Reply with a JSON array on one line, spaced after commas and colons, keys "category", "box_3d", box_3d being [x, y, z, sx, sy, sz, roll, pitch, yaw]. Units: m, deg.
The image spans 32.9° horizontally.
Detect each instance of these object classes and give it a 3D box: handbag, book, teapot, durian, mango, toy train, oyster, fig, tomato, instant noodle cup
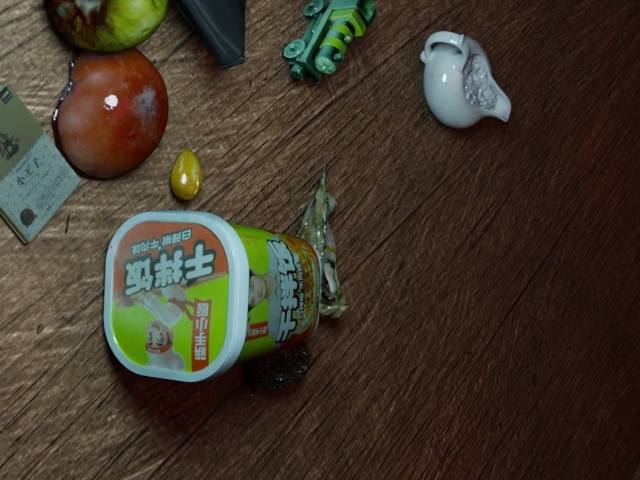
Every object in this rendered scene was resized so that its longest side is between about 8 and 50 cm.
[{"category": "handbag", "box_3d": [-0.203, -0.425, 1.771, 0.247, 0.080, 0.223, 54, 25, -39]}, {"category": "book", "box_3d": [-0.445, -0.111, 1.589, 0.138, 0.016, 0.199, -57, 133, -33]}, {"category": "teapot", "box_3d": [0.314, -0.365, 2.433, 0.208, 0.166, 0.300, -61, 146, -12]}, {"category": "durian", "box_3d": [-0.072, 0.224, 2.028, 0.188, 0.091, 0.148, -51, 129, -34]}, {"category": "mango", "box_3d": [-0.227, -0.112, 1.842, 0.060, 0.046, 0.089, 9, 81, -51]}, {"category": "toy train", "box_3d": [0.014, -0.387, 2.061, 0.083, 0.132, 0.200, 48, 54, -41]}, {"category": "oyster", "box_3d": [-0.002, 0.001, 2.121, 0.166, 0.094, 0.294, 31, 57, -68]}, {"category": "fig", "box_3d": [-0.314, -0.365, 1.609, 0.191, 0.181, 0.181, -105, -171, -79]}, {"category": "tomato", "box_3d": [-0.302, -0.201, 1.694, 0.199, 0.112, 0.228, 26, 75, -51]}, {"category": "instant noodle cup", "box_3d": [-0.157, 0.085, 1.793, 0.308, 0.294, 0.294, 0, 92, -59]}]
